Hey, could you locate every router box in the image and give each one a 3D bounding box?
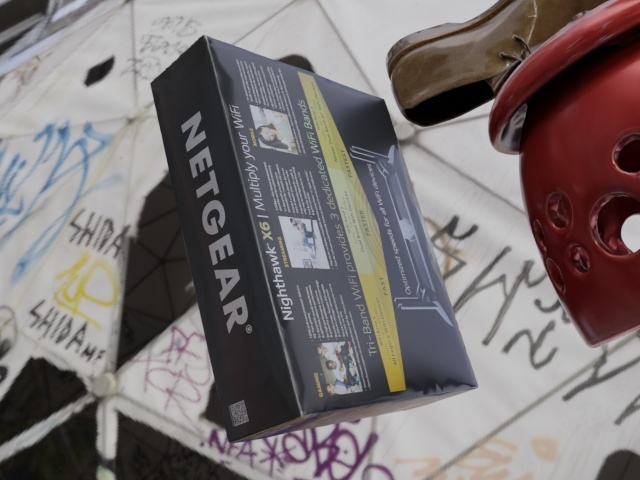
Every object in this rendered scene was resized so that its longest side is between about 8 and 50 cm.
[{"bbox_3d":[0.000,0.000,0.628,0.081,0.243,0.308,-29,-113,35],"label":"router box"}]

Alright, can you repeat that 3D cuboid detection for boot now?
[{"bbox_3d":[0.226,-0.216,0.828,0.305,0.115,0.112,-21,-46,19],"label":"boot"}]

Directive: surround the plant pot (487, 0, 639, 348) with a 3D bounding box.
[{"bbox_3d":[0.212,-0.050,0.441,0.191,0.191,0.174,-45,-117,55],"label":"plant pot"}]
